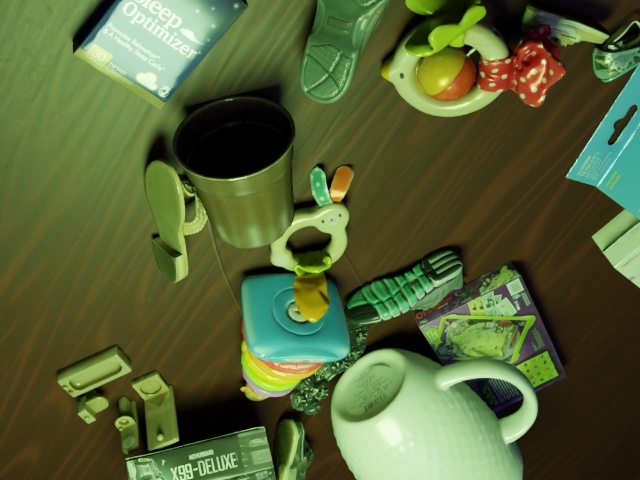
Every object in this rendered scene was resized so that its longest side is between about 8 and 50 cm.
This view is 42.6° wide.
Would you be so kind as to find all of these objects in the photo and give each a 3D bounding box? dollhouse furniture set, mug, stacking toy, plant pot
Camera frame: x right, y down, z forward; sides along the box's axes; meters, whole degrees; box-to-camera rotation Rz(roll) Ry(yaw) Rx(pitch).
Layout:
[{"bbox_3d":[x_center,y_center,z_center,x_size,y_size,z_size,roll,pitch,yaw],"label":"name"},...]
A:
[{"bbox_3d":[-0.344,0.282,1.396,0.144,0.123,0.151,-24,131,4],"label":"dollhouse furniture set"},{"bbox_3d":[0.218,0.340,1.508,0.374,0.276,0.328,-30,121,19],"label":"mug"},{"bbox_3d":[-0.080,0.203,1.417,0.175,0.166,0.302,4,142,-20],"label":"stacking toy"},{"bbox_3d":[-0.108,-0.088,1.152,0.166,0.167,0.165,-14,140,-5],"label":"plant pot"}]

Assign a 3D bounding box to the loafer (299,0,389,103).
[{"bbox_3d":[0.044,-0.312,1.071,0.096,0.084,0.268,27,118,3],"label":"loafer"}]

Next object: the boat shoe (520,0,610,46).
[{"bbox_3d":[0.348,-0.304,1.177,0.135,0.050,0.045,14,127,-14],"label":"boat shoe"}]

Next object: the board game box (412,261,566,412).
[{"bbox_3d":[0.336,0.205,1.592,0.208,0.056,0.347,-31,130,4],"label":"board game box"}]

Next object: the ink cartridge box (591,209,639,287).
[{"bbox_3d":[0.568,0.013,1.473,0.143,0.090,0.092,32,114,-34],"label":"ink cartridge box"}]

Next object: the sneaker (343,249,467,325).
[{"bbox_3d":[0.154,0.106,1.433,0.223,0.083,0.098,-25,136,4],"label":"sneaker"}]

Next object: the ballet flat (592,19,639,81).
[{"bbox_3d":[0.488,-0.305,1.209,0.188,0.070,0.070,-30,131,4],"label":"ballet flat"}]

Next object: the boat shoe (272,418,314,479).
[{"bbox_3d":[-0.050,0.425,1.638,0.073,0.080,0.224,-6,135,-19],"label":"boat shoe"}]

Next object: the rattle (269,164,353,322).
[{"bbox_3d":[0.000,0.000,1.265,0.130,0.143,0.200,29,124,-13],"label":"rattle"}]

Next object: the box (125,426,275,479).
[{"bbox_3d":[-0.206,0.434,1.512,0.242,0.077,0.307,-13,157,-6],"label":"box"}]

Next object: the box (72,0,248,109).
[{"bbox_3d":[-0.191,-0.286,1.036,0.136,0.037,0.225,31,113,-34],"label":"box"}]

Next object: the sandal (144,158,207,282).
[{"bbox_3d":[-0.203,-0.042,1.223,0.079,0.088,0.240,-31,147,-33],"label":"sandal"}]

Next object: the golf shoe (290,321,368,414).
[{"bbox_3d":[0.006,0.218,1.492,0.077,0.094,0.198,41,85,-17],"label":"golf shoe"}]

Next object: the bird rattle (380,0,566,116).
[{"bbox_3d":[0.203,-0.255,1.143,0.253,0.143,0.207,22,140,-32],"label":"bird rattle"}]

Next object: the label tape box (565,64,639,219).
[{"bbox_3d":[0.616,-0.137,1.354,0.333,0.106,0.241,10,124,-24],"label":"label tape box"}]
